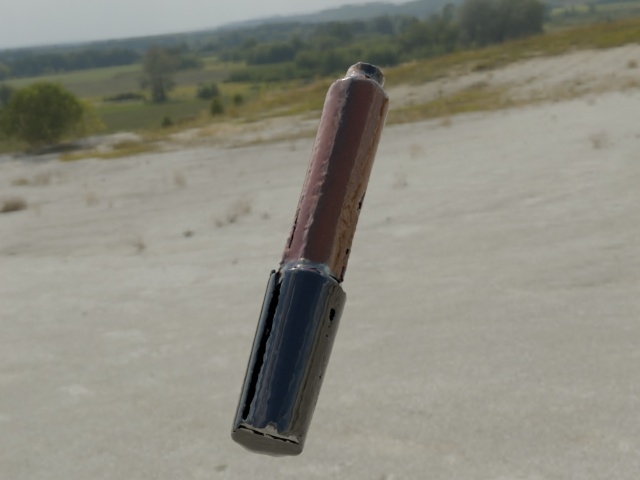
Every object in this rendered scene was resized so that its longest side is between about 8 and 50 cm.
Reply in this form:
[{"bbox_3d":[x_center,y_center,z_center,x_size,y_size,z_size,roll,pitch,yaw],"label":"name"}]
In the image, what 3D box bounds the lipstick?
[{"bbox_3d":[0.000,0.000,0.914,0.077,0.418,0.077,12,-29,7],"label":"lipstick"}]
